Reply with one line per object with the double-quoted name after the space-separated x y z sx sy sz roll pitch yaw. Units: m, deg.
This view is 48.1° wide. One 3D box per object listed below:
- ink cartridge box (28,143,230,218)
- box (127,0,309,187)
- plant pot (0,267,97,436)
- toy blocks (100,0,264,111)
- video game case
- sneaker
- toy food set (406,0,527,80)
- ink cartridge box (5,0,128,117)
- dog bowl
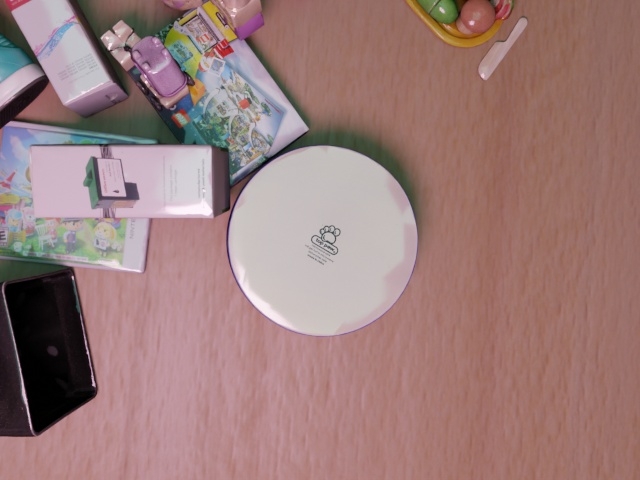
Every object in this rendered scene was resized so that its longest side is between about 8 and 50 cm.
-0.235 -0.077 0.919 0.219 0.160 0.092 0 96 1 "ink cartridge box"
-0.149 -0.203 1.020 0.159 0.044 0.233 -37 95 -5 "box"
-0.421 0.150 0.935 0.167 0.187 0.188 -11 92 7 "plant pot"
-0.185 -0.387 0.873 0.309 0.260 0.288 -41 82 -6 "toy blocks"
-0.345 -0.060 1.010 0.212 0.023 0.193 6 90 -7 "video game case"
-0.523 -0.188 0.923 0.295 0.124 0.178 -37 100 2 "sneaker"
0.216 -0.358 1.047 0.218 0.071 0.128 44 86 -6 "toy food set"
-0.338 -0.261 0.954 0.072 0.127 0.175 -28 94 -4 "ink cartridge box"
0.000 0.000 1.012 0.265 0.104 0.265 0 91 -7 "dog bowl"
